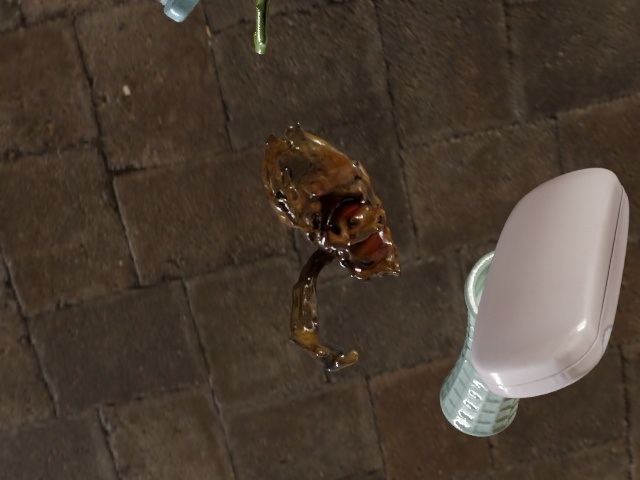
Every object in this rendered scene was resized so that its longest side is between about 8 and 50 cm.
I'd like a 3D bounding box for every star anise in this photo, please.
[{"bbox_3d":[0.010,-0.001,1.360,0.148,0.346,0.237,-19,144,15],"label":"star anise"}]

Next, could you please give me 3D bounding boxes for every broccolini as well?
[{"bbox_3d":[-0.037,-0.261,1.090,0.052,0.054,0.194,12,126,-25],"label":"broccolini"}]

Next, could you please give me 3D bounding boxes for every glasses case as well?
[{"bbox_3d":[0.212,0.030,1.071,0.113,0.297,0.075,-18,116,31],"label":"glasses case"}]

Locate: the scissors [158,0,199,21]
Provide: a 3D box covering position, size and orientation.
[{"bbox_3d":[-0.115,-0.264,1.107,0.029,0.360,0.191,35,79,-17],"label":"scissors"}]

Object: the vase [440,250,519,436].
[{"bbox_3d":[0.233,0.147,1.556,0.143,0.143,0.299,-5,147,-9],"label":"vase"}]
